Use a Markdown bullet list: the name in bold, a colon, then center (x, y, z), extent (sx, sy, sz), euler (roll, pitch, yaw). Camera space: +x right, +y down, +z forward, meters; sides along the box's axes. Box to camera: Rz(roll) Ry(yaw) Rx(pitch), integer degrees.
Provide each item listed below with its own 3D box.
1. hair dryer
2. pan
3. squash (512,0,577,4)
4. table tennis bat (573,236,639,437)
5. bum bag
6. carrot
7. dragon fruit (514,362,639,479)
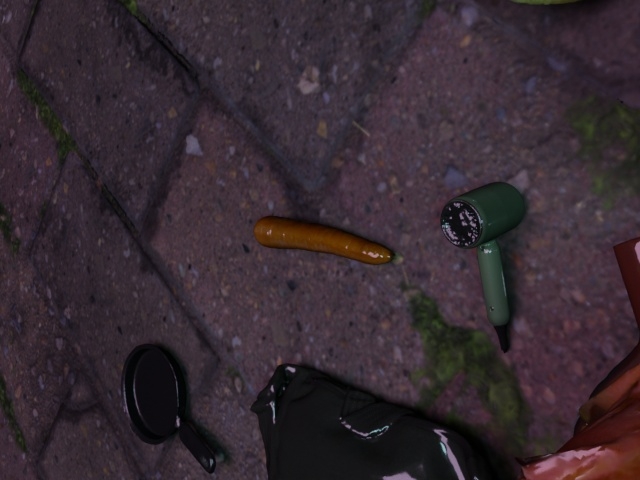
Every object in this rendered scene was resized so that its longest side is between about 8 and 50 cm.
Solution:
- **hair dryer**: center (0.146, 0.028, 0.624), extent (0.047, 0.071, 0.150), euler (1, 106, 44)
- **pan**: center (-0.196, 0.229, 0.952), extent (0.235, 0.028, 0.136), euler (33, 112, 41)
- **squash**: center (0.157, -0.279, 0.507), extent (0.220, 0.220, 0.133), euler (-52, 54, 29)
- **table tennis bat**: center (0.272, 0.148, 0.520), extent (0.200, 0.038, 0.310), euler (-18, 80, 39)
- **bum bag**: center (0.047, 0.223, 0.700), extent (0.326, 0.079, 0.142), euler (13, 91, 45)
- **carrot**: center (0.000, 0.000, 0.770), extent (0.190, 0.037, 0.037), euler (10, 96, 41)
- **dragon fruit**: center (0.262, 0.164, 0.354), extent (0.305, 0.225, 0.305), euler (44, 155, 28)
